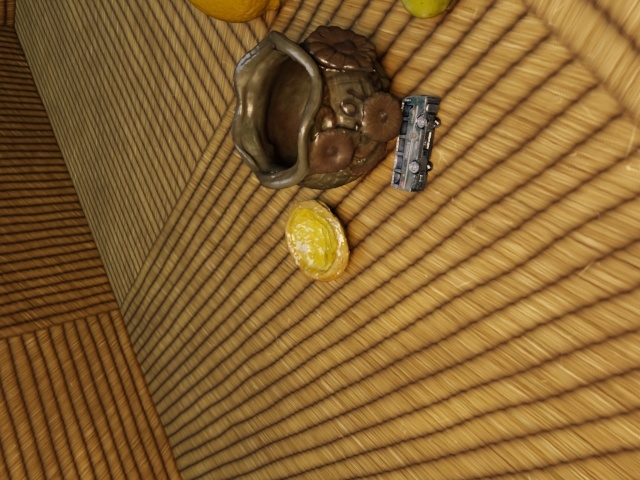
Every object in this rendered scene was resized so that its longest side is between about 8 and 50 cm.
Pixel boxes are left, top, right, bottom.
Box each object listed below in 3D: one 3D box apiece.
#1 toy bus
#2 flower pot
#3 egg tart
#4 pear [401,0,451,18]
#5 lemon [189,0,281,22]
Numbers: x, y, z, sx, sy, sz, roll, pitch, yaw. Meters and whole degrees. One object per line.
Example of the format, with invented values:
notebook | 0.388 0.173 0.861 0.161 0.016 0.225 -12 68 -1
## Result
toy bus | 0.166 -0.170 0.740 0.065 0.047 0.165 23 115 44
flower pot | -0.012 -0.234 0.774 0.302 0.213 0.301 13 108 49
egg tart | 0.000 0.000 0.925 0.191 0.074 0.191 13 108 42
pear | 0.171 -0.396 0.654 0.092 0.097 0.092 3 104 12
lemon | -0.197 -0.585 0.882 0.229 0.254 0.228 -13 68 37
